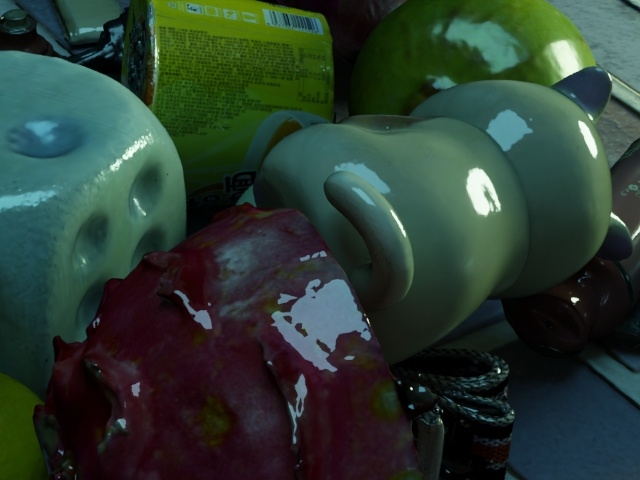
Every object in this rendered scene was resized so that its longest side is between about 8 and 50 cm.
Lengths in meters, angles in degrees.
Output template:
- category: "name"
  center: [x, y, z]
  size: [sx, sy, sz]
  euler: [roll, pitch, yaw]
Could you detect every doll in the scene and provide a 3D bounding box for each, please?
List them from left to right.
- category: "doll"
  center: [0.097, -0.020, 1.482]
  size: [0.226, 0.215, 0.370]
  euler: [-2, 15, 44]

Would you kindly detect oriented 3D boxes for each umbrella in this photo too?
- category: "umbrella"
  center: [-0.193, -0.245, 2.069]
  size: [0.340, 0.118, 0.118]
  euler: [-25, 42, -23]

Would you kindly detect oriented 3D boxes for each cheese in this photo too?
- category: "cheese"
  center: [-0.338, -0.364, 2.280]
  size: [0.085, 0.034, 0.400]
  euler: [-14, 37, -13]

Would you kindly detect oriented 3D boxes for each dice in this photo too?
- category: "dice"
  center: [-0.291, 0.001, 1.553]
  size: [0.263, 0.268, 0.264]
  euler: [16, 37, 20]

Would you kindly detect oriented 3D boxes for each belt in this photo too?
- category: "belt"
  center: [-0.001, 0.134, 1.523]
  size: [0.360, 0.094, 0.126]
  euler: [13, 32, 14]

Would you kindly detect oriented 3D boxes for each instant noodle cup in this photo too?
- category: "instant noodle cup"
  center: [-0.103, -0.148, 1.804]
  size: [0.200, 0.264, 0.264]
  euler: [2, 34, -14]

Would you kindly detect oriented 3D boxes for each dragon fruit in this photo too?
- category: "dragon fruit"
  center: [-0.074, 0.171, 1.266]
  size: [0.249, 0.371, 0.386]
  euler: [-16, 78, -16]

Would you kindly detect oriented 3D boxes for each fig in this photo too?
- category: "fig"
  center: [0.175, -0.152, 1.811]
  size: [0.258, 0.258, 0.326]
  euler: [17, 24, 22]

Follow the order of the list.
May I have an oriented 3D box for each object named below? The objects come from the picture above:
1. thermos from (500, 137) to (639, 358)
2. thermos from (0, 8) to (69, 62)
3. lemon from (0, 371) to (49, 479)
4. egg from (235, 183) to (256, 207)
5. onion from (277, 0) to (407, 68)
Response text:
- category: "thermos"
  center: [0.292, 0.024, 1.694]
  size: [0.110, 0.136, 0.330]
  euler: [-8, 24, 40]
- category: "thermos"
  center: [-0.307, -0.132, 1.773]
  size: [0.099, 0.232, 0.124]
  euler: [-12, 38, -18]
- category: "lemon"
  center: [-0.300, 0.196, 1.350]
  size: [0.244, 0.186, 0.187]
  euler: [-28, 44, -28]
- category: "egg"
  center: [0.000, 0.000, 1.664]
  size: [0.192, 0.149, 0.149]
  euler: [17, 37, 31]
- category: "onion"
  center: [0.093, -0.355, 2.041]
  size: [0.348, 0.285, 0.347]
  euler: [22, 27, -12]
